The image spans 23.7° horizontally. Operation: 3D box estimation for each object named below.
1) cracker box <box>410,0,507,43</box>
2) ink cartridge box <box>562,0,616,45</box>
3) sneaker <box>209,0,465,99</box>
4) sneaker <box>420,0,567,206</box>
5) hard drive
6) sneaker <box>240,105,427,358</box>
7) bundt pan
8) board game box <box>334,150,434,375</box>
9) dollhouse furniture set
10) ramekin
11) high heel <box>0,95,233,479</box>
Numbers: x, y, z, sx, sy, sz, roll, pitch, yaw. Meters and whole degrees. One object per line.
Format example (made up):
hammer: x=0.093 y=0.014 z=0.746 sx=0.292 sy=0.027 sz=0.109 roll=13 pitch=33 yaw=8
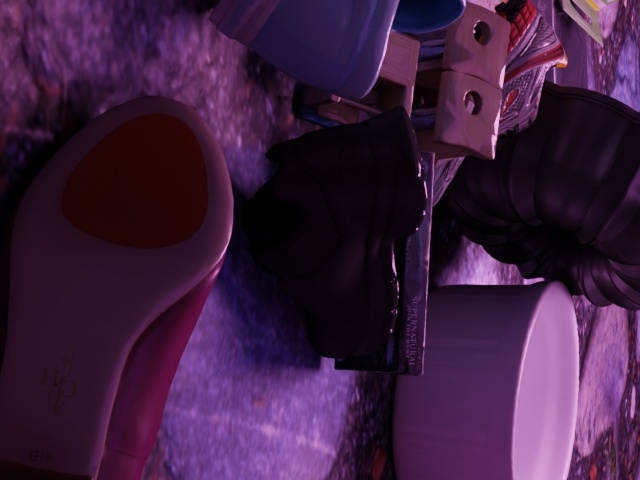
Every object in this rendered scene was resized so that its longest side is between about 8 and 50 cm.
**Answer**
cracker box: x=0.125 y=-0.302 z=1.482 sx=0.156 sy=0.067 sz=0.232 roll=-62 pitch=148 yaw=-47
ink cartridge box: x=0.336 y=-0.360 z=1.885 sx=0.109 sy=0.062 sz=0.209 roll=31 pitch=47 yaw=-49
sneaker: x=0.054 y=-0.231 z=1.172 sx=0.135 sy=0.150 sz=0.366 roll=-42 pitch=-169 yaw=52
sneaker: x=0.156 y=-0.118 z=1.417 sx=0.092 sy=0.088 sz=0.225 roll=40 pitch=77 yaw=-20
hard drive: x=0.299 y=-0.211 z=1.934 sx=0.172 sy=0.054 sz=0.255 roll=-46 pitch=134 yaw=-58
sneaker: x=0.000 y=0.000 z=1.196 sx=0.286 sy=0.130 sz=0.109 roll=98 pitch=-18 yaw=-52
bundt pan: x=0.270 y=-0.030 z=1.579 sx=0.124 sy=0.331 sz=0.331 roll=-64 pitch=152 yaw=-16
board game box: x=0.053 y=0.021 z=1.302 sx=0.026 sy=0.126 sz=0.186 roll=5 pitch=86 yaw=-25
dollhouse furniture set: x=0.048 y=-0.148 z=1.299 sx=0.183 sy=0.129 sz=0.129 roll=16 pitch=77 yaw=-37
ramekin: x=0.176 y=0.174 z=1.599 sx=0.277 sy=0.135 sz=0.277 roll=5 pitch=90 yaw=-68
high heel: x=-0.148 y=0.086 z=0.900 sx=0.181 sy=0.127 sz=0.377 roll=113 pitch=-3 yaw=-50
